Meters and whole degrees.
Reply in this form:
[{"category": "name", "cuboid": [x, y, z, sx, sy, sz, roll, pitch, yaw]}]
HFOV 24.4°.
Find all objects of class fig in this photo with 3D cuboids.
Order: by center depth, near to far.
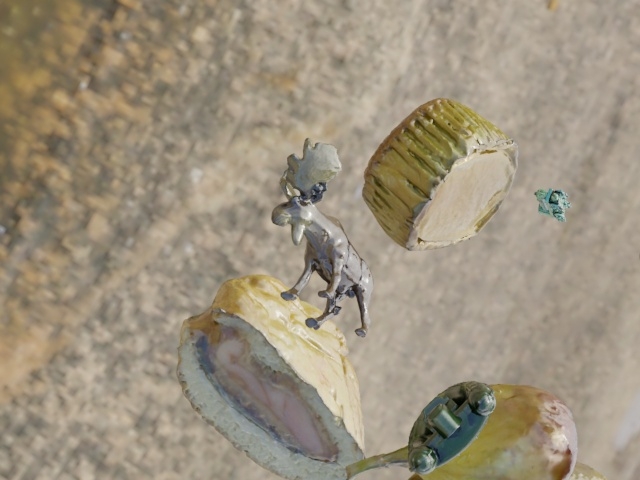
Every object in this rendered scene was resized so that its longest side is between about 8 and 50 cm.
[{"category": "fig", "cuboid": [0.151, 0.241, 1.616, 0.159, 0.257, 0.159, 173, -90, -83]}]

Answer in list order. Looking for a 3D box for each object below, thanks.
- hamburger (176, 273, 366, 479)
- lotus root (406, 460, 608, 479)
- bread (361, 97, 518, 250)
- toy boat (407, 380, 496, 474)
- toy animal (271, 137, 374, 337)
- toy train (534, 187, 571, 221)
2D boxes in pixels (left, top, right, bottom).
[{"category": "hamburger", "cuboid": [-0.059, 0.178, 2.051, 0.162, 0.330, 0.209, -35, -158, 25]}, {"category": "lotus root", "cuboid": [0.216, 0.345, 1.886, 0.169, 0.343, 0.151, 111, -17, -62]}, {"category": "bread", "cuboid": [0.179, -0.098, 2.260, 0.253, 0.142, 0.227, 1, 129, -55]}, {"category": "toy boat", "cuboid": [0.118, 0.170, 1.367, 0.104, 0.052, 0.210, -48, 177, 1]}, {"category": "toy animal", "cuboid": [0.000, 0.000, 1.786, 0.214, 0.094, 0.186, 53, 42, -45]}, {"category": "toy train", "cuboid": [0.311, -0.050, 1.980, 0.092, 0.045, 0.029, 43, 66, -69]}]
